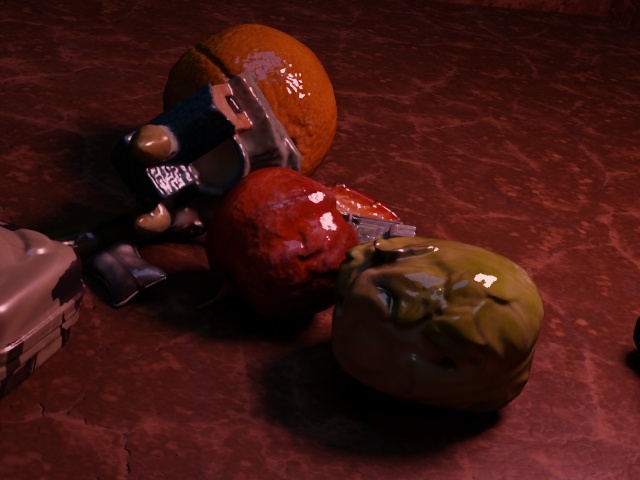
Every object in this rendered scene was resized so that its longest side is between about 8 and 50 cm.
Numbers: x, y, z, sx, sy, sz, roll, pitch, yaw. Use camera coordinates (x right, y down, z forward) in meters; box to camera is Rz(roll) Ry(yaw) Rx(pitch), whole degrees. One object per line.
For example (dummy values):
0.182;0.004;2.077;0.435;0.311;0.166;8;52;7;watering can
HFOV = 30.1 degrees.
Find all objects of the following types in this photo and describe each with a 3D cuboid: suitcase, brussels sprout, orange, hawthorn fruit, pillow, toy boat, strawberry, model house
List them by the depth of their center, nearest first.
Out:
-0.499;0.050;1.586;0.351;0.194;0.339;18;24;13;suitcase
0.172;0.116;1.698;0.328;0.247;0.328;2;10;0;brussels sprout
-0.083;0.025;1.825;0.271;0.242;0.242;-31;43;-19;hawthorn fruit
-0.305;0.046;1.837;0.091;0.055;0.135;-9;31;-33;pillow
-0.209;-0.119;1.866;0.194;0.267;0.325;59;15;1;model house
0.000;0.000;2.012;0.319;0.092;0.141;9;45;0;toy boat
0.057;-0.024;2.126;0.188;0.082;0.121;26;66;0;strawberry
-0.137;-0.236;2.188;0.322;0.322;0.357;-2;21;-27;orange

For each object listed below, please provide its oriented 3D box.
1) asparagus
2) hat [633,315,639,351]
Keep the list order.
-0.397;0.009;1.872;0.067;0.060;0.277;30;32;36;asparagus
0.644;0.154;1.787;0.285;0.285;0.400;6;21;-12;hat
